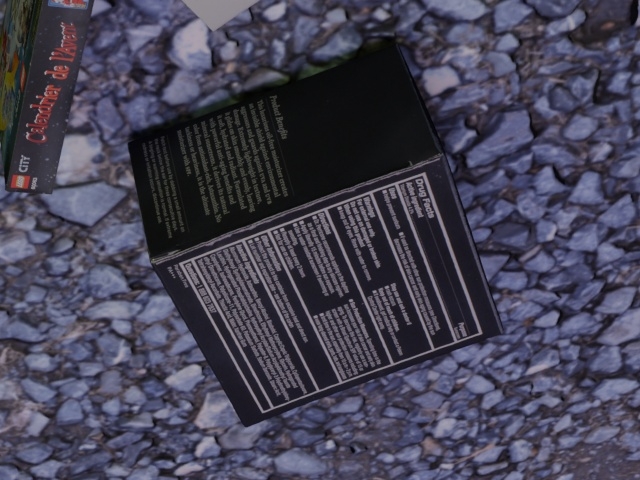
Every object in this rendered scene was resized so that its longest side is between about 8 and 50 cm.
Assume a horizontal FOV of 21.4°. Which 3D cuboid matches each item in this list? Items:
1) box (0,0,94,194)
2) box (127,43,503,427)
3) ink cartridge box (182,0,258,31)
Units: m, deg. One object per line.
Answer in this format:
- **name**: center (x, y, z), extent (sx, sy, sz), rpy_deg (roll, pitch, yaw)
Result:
- **box**: center (-0.245, -0.179, 1.488), extent (0.044, 0.159, 0.233), rpy_deg (3, 133, -20)
- **box**: center (0.000, 0.000, 1.723), extent (0.294, 0.182, 0.296), rpy_deg (-19, 138, 4)
- **ink cartridge box**: center (-0.070, -0.295, 1.448), extent (0.176, 0.128, 0.127), rpy_deg (-31, 135, 15)
